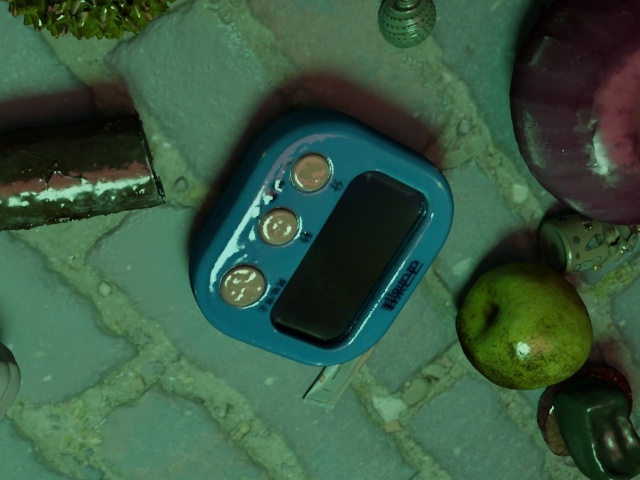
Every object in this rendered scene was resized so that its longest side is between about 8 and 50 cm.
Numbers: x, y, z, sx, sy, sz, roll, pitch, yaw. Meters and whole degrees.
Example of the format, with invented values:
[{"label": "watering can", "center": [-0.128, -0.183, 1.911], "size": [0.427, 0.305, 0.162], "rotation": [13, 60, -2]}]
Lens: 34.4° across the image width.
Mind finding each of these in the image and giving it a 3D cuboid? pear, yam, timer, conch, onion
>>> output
[{"label": "pear", "center": [0.311, 0.132, 1.553], "size": [0.197, 0.197, 0.197], "rotation": [-9, 119, -16]}, {"label": "yam", "center": [-0.331, -0.080, 1.245], "size": [0.280, 0.131, 0.131], "rotation": [-10, 119, -13]}, {"label": "timer", "center": [0.000, 0.000, 1.410], "size": [0.309, 0.115, 0.340], "rotation": [24, 106, -28]}, {"label": "conch", "center": [0.115, -0.282, 1.344], "size": [0.076, 0.056, 0.085], "rotation": [-18, 121, 4]}, {"label": "onion", "center": [0.427, -0.191, 1.368], "size": [0.358, 0.345, 0.358], "rotation": [2, 101, 11]}]

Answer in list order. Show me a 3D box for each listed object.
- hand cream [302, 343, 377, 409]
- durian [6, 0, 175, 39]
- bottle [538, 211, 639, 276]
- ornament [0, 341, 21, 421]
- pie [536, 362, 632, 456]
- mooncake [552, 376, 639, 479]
[{"label": "hand cream", "center": [0.052, 0.171, 1.571], "size": [0.052, 0.038, 0.216], "rotation": [32, 109, -6]}, {"label": "durian", "center": [-0.243, -0.352, 1.073], "size": [0.258, 0.258, 0.293], "rotation": [-15, 110, -13]}, {"label": "bottle", "center": [0.420, -0.006, 1.578], "size": [0.152, 0.099, 0.099], "rotation": [-14, 120, -15]}, {"label": "ornament", "center": [-0.463, 0.164, 1.291], "size": [0.177, 0.177, 0.177], "rotation": [-9, 119, -16]}, {"label": "pie", "center": [0.455, 0.292, 1.771], "size": [0.182, 0.049, 0.182], "rotation": [-8, 117, -17]}, {"label": "mooncake", "center": [0.451, 0.302, 1.655], "size": [0.104, 0.168, 0.175], "rotation": [-19, 131, -5]}]
